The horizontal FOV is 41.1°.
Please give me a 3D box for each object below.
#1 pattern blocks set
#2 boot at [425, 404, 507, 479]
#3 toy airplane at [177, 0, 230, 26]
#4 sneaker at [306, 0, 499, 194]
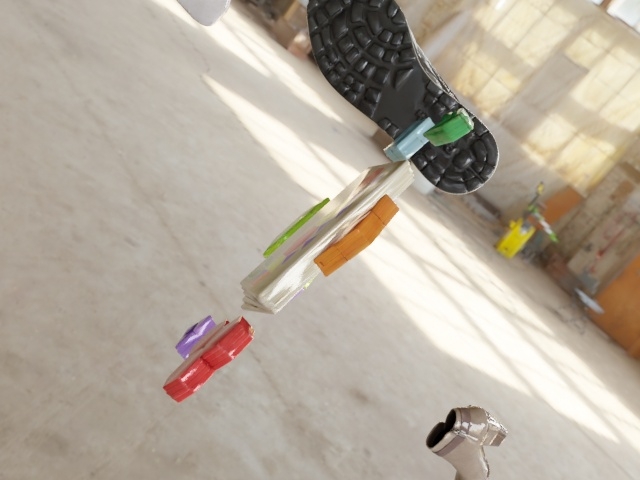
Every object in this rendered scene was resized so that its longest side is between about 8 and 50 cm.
[{"bbox_3d":[0.000,0.000,0.751,0.026,0.325,0.285,49,1,-9],"label":"pattern blocks set"},{"bbox_3d":[0.152,0.234,0.946,0.087,0.118,0.042,21,12,-30],"label":"boot"},{"bbox_3d":[-0.046,-0.409,0.945,0.272,0.384,0.386,26,58,-5],"label":"toy airplane"},{"bbox_3d":[0.087,-0.170,0.959,0.283,0.107,0.124,54,12,0],"label":"sneaker"}]
